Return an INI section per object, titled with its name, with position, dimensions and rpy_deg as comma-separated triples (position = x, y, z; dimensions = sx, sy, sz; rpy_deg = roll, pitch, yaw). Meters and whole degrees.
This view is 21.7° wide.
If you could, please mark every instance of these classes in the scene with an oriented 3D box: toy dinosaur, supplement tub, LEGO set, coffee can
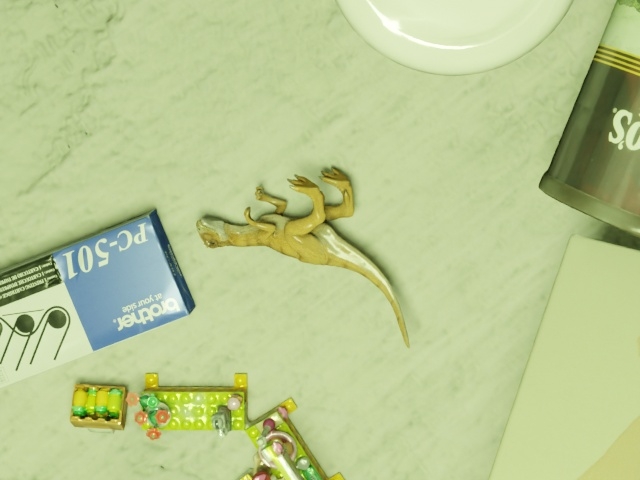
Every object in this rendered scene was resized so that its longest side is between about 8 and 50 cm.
[toy dinosaur]
position = 0.000, 0.000, 1.454
dimensions = 0.212, 0.064, 0.112
rpy_deg = 19, 117, 11
[supplement tub]
position = 0.104, -0.227, 1.300
dimensions = 0.191, 0.272, 0.191
rpy_deg = 1, 98, 4
[LEGO set]
position = -0.086, 0.188, 1.451
dimensions = 0.287, 0.107, 0.132
rpy_deg = 35, 98, -1
[coffee can]
position = 0.318, -0.132, 1.333
dimensions = 0.202, 0.201, 0.275
rpy_deg = 21, 98, 1

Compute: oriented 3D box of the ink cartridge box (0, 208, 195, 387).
[ink cartridge box]
position = -0.225, 0.055, 1.476
dimensions = 0.207, 0.046, 0.097
rpy_deg = -21, 97, 6

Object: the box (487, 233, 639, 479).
[box]
position = 0.216, 0.168, 1.335
dimensions = 0.121, 0.148, 0.311
rpy_deg = 15, 71, 19
